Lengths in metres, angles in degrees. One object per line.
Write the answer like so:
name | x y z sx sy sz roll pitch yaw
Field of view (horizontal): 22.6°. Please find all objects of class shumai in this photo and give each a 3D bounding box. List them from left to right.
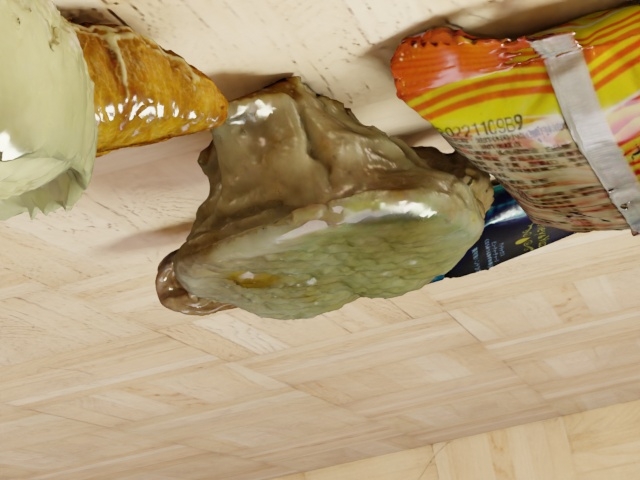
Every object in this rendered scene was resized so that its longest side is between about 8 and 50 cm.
shumai | -0.005 -0.029 0.986 0.201 0.120 0.201 -9 162 -3

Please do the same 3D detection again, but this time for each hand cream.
hand cream | 0.177 -0.027 1.292 0.271 0.061 0.120 -19 161 -1

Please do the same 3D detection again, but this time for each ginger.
ginger | 0.002 0.000 1.154 0.290 0.122 0.084 -18 133 38

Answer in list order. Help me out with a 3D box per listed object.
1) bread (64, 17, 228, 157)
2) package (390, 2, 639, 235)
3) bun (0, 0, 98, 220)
bread | -0.162 -0.070 0.799 0.233 0.076 0.105 -14 179 -16
package | 0.196 -0.076 0.990 0.223 0.108 0.288 -18 162 20
bun | -0.220 -0.065 0.622 0.259 0.152 0.259 -13 178 0
